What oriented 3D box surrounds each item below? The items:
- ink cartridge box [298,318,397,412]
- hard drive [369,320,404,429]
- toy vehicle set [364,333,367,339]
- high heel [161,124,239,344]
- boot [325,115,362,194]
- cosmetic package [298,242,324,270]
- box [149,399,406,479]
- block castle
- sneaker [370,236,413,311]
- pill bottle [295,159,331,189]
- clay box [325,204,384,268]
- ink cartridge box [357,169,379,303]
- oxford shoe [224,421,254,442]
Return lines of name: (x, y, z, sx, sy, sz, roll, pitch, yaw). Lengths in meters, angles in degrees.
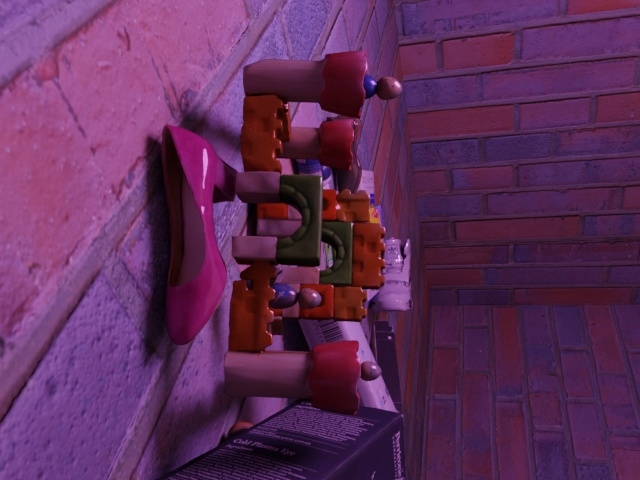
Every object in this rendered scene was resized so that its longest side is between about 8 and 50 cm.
ink cartridge box: (0.077, 0.219, 1.211, 0.308, 0.091, 0.385, 67, 14, 3)
hard drive: (0.163, 0.414, 1.519, 0.338, 0.064, 0.236, -87, -179, -50)
toy vehicle set: (0.091, 0.377, 1.528, 0.166, 0.035, 0.266, 47, 43, -67)
high heel: (-0.161, -0.009, 0.654, 0.117, 0.082, 0.243, 35, 61, -48)
boot: (0.046, -0.209, 1.428, 0.106, 0.082, 0.219, -7, 99, -52)
cosmetic package: (-0.022, 0.021, 1.171, 0.060, 0.041, 0.115, -36, 122, -70)
box: (-0.031, 0.415, 0.704, 0.313, 0.179, 0.342, -11, 98, -58)
block castle: (0.000, 0.000, 0.804, 0.303, 0.213, 0.452, 94, -2, -78)
sneaker: (0.236, 0.108, 1.906, 0.366, 0.138, 0.210, -41, 127, -76)
pill bottle: (-0.014, -0.150, 1.173, 0.067, 0.067, 0.120, -69, 152, -54)
clay box: (0.088, -0.011, 1.439, 0.222, 0.053, 0.127, -22, 109, -55)
ink cartridge box: (0.118, -0.017, 1.623, 0.176, 0.069, 0.370, -17, 102, -73)
oxford shoe: (-0.095, 0.329, 0.867, 0.076, 0.076, 0.212, -120, -173, -49)
